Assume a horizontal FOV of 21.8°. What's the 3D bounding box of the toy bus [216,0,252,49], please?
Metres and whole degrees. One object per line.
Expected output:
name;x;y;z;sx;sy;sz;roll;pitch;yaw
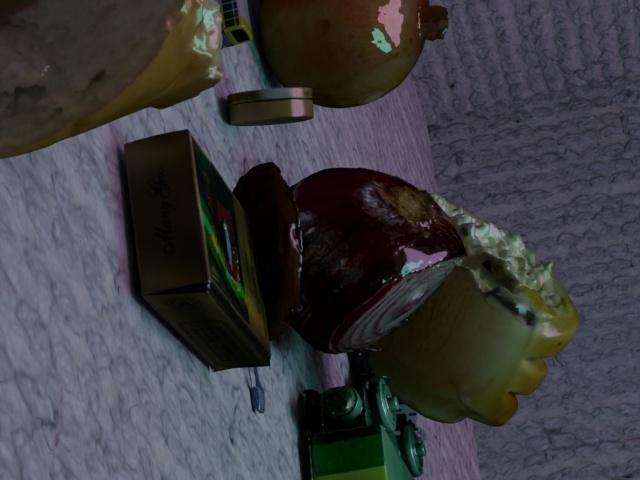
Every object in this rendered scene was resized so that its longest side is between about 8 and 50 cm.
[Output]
toy bus;-0.113;-0.282;1.960;0.052;0.058;0.102;54;26;-68

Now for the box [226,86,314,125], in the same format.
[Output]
box;-0.059;-0.158;1.978;0.105;0.105;0.037;-2;88;-80

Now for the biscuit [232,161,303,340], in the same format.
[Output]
biscuit;-0.057;0.010;1.724;0.192;0.049;0.192;179;-90;-67

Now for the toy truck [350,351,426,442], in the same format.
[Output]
toy truck;0.097;0.202;2.476;0.242;0.101;0.125;-93;179;-54

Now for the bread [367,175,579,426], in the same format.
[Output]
bread;0.176;0.091;2.151;0.211;0.315;0.270;-15;136;-48

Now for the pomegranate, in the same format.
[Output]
pomegranate;0.049;-0.305;2.307;0.252;0.270;0.229;-57;143;-67

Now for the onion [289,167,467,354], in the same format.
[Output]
onion;0.023;0.012;1.991;0.207;0.216;0.206;-10;56;-51

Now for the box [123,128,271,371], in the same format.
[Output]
box;-0.111;0.017;1.557;0.240;0.071;0.159;58;23;-67

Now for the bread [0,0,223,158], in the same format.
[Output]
bread;-0.141;-0.183;1.207;0.224;0.211;0.184;-42;113;-73

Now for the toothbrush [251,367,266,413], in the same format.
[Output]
toothbrush;-0.079;0.094;1.818;0.019;0.013;0.193;30;48;-66

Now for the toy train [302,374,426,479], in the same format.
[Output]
toy train;0.061;0.296;2.069;0.301;0.120;0.202;62;20;-57
